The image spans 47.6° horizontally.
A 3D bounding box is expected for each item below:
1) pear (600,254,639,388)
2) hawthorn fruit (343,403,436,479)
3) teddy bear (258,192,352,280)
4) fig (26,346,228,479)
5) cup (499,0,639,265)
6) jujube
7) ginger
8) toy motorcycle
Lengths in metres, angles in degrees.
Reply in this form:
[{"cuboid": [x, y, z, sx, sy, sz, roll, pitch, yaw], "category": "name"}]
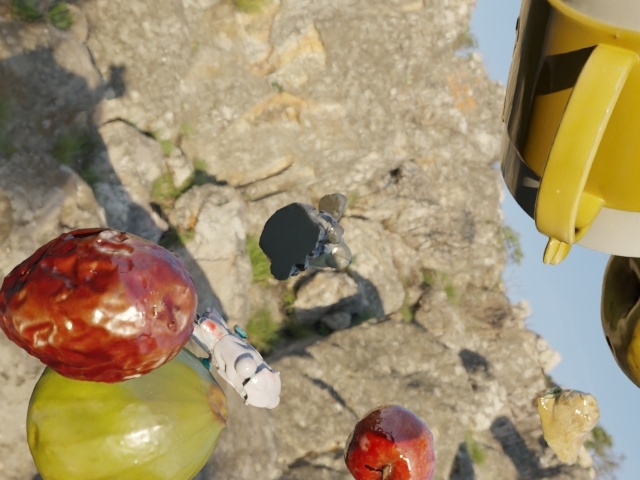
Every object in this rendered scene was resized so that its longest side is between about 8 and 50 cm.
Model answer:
[{"cuboid": [0.460, 0.082, 0.806, 0.281, 0.281, 0.280, 162, -90, -89], "category": "pear"}, {"cuboid": [0.169, 0.536, 1.778, 0.272, 0.242, 0.241, -4, 76, -77], "category": "hawthorn fruit"}, {"cuboid": [-0.001, -0.011, 1.462, 0.144, 0.171, 0.251, 32, 17, 24], "category": "teddy bear"}, {"cuboid": [-0.335, 0.311, 1.298, 0.343, 0.343, 0.343, 162, -90, -89], "category": "fig"}, {"cuboid": [0.194, -0.101, 0.442, 0.185, 0.241, 0.226, 23, -30, 27], "category": "cup"}, {"cuboid": [-0.285, 0.084, 0.920, 0.197, 0.290, 0.197, 11, 77, -56], "category": "jujube"}, {"cuboid": [0.619, 0.449, 1.754, 0.123, 0.115, 0.193, -6, -73, 46], "category": "ginger"}, {"cuboid": [-0.165, 0.248, 1.477, 0.260, 0.110, 0.171, 52, -17, -11], "category": "toy motorcycle"}]
